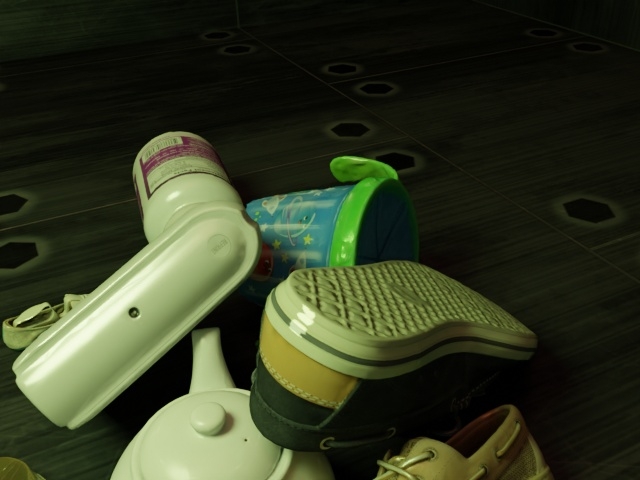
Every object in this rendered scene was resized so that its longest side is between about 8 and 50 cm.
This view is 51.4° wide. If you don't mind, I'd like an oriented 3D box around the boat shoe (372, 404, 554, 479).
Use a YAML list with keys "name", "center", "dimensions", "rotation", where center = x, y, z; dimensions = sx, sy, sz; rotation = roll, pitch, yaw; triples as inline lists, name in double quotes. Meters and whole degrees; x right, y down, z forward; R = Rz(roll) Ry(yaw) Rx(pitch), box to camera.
- name: "boat shoe"
  center: [0.091, 0.242, 0.618]
  dimensions: [0.341, 0.110, 0.122]
  rotation: [-7, -14, -44]

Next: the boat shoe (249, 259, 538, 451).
- name: "boat shoe"
  center: [0.100, 0.127, 0.761]
  dimensions: [0.187, 0.156, 0.500]
  rotation: [35, 17, 31]

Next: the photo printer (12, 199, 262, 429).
- name: "photo printer"
  center: [-0.203, 0.071, 0.806]
  dimensions: [0.307, 0.107, 0.256]
  rotation: [-43, 8, -14]

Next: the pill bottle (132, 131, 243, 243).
- name: "pill bottle"
  center: [-0.224, -0.059, 1.143]
  dimensions: [0.169, 0.169, 0.301]
  rotation: [-11, 34, -15]

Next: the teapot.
- name: "teapot"
  center: [-0.098, 0.238, 0.644]
  dimensions: [0.256, 0.187, 0.252]
  rotation: [20, 38, 29]

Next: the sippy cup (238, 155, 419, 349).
- name: "sippy cup"
  center: [0.000, 0.022, 0.971]
  dimensions: [0.224, 0.240, 0.305]
  rotation: [5, 22, 29]

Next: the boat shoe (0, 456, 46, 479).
- name: "boat shoe"
  center: [-0.315, 0.284, 0.723]
  dimensions: [0.153, 0.048, 0.056]
  rotation: [9, 45, 29]

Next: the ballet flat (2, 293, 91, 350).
- name: "ballet flat"
  center: [-0.384, 0.110, 0.986]
  dimensions: [0.168, 0.052, 0.057]
  rotation: [-25, 39, -33]
